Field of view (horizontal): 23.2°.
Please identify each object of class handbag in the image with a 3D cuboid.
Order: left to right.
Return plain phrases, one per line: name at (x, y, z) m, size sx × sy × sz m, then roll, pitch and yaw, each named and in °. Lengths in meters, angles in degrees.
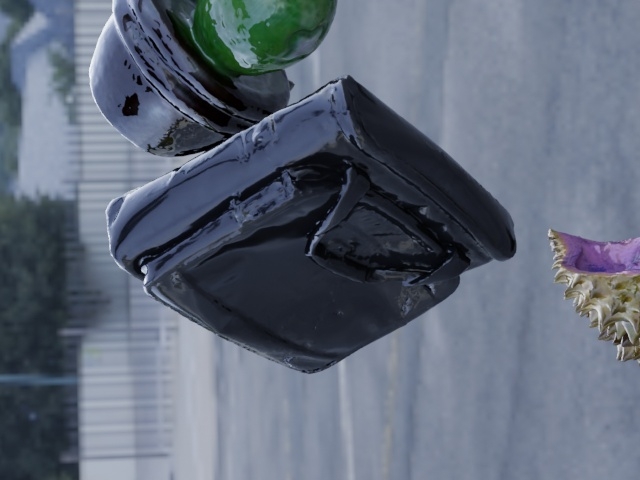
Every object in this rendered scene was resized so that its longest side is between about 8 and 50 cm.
handbag at (0.000, 0.000, 1.193) m, size 0.275 × 0.244 × 0.088 m, roll 37°, pitch -149°, yaw -49°

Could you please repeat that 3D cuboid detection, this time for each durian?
durian at (0.366, 0.065, 1.509) m, size 0.186 × 0.260 × 0.154 m, roll 62°, pitch -155°, yaw -20°

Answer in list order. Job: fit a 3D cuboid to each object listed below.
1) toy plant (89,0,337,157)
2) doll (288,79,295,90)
toy plant at (-0.079, -0.178, 1.304) m, size 0.235 × 0.175 × 0.218 m, roll -40°, pitch 18°, yaw 21°
doll at (-0.072, -0.059, 1.568) m, size 0.105 × 0.115 × 0.221 m, roll -18°, pitch 56°, yaw 47°
